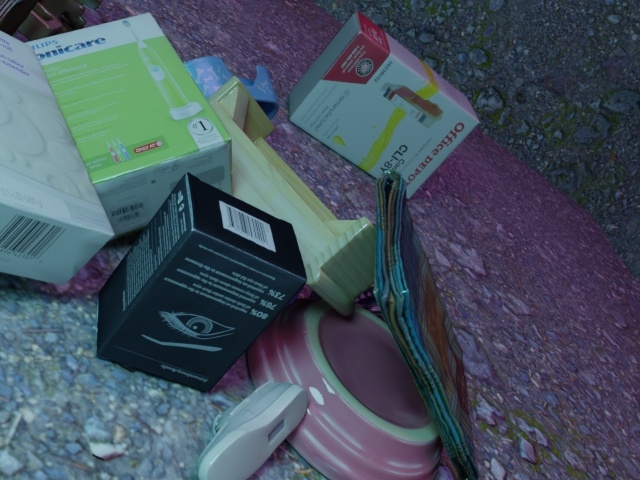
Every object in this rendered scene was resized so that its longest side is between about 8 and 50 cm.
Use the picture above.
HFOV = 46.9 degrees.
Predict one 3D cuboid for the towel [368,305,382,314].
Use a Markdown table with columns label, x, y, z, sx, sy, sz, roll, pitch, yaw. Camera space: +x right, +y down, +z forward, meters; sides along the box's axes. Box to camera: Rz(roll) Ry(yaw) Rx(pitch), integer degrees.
| label | x | y | z | sx | sy | sz | roll | pitch | yaw |
| --- | --- | --- | --- | --- | --- | --- | --- | --- | --- |
| towel | 0.073 | 0.076 | 1.319 | 0.113 | 0.023 | 0.152 | 3 | 40 | -32 |

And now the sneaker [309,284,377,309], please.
| label | x | y | z | sx | sy | sz | roll | pitch | yaw |
| --- | --- | --- | --- | --- | --- | --- | --- | --- | --- |
| sneaker | 0.050 | 0.095 | 1.216 | 0.144 | 0.059 | 0.053 | -9 | 59 | -18 |

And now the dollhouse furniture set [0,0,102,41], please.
| label | x | y | z | sx | sy | sz | roll | pitch | yaw |
| --- | --- | --- | --- | --- | --- | --- | --- | --- | --- |
| dollhouse furniture set | -0.448 | -0.424 | 1.158 | 0.152 | 0.201 | 0.374 | 43 | 22 | -14 |

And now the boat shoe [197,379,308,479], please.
| label | x | y | z | sx | sy | sz | roll | pitch | yaw |
| --- | --- | --- | --- | --- | --- | --- | --- | --- | --- |
| boat shoe | -0.086 | 0.211 | 0.837 | 0.063 | 0.066 | 0.184 | 14 | 32 | 29 |

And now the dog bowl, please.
| label | x | y | z | sx | sy | sz | roll | pitch | yaw |
| --- | --- | --- | --- | --- | --- | --- | --- | --- | --- |
| dog bowl | -0.185 | -0.245 | 1.343 | 0.074 | 0.166 | 0.297 | 59 | 27 | 10 |

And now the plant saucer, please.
| label | x | y | z | sx | sy | sz | roll | pitch | yaw |
| --- | --- | --- | --- | --- | --- | --- | --- | --- | --- |
| plant saucer | 0.054 | 0.200 | 1.038 | 0.332 | 0.084 | 0.332 | 34 | 25 | -18 |

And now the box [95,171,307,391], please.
| label | x | y | z | sx | sy | sz | roll | pitch | yaw |
| --- | --- | --- | --- | --- | --- | --- | --- | --- | --- |
| box | -0.140 | 0.054 | 0.840 | 0.153 | 0.207 | 0.108 | 27 | 28 | -32 |

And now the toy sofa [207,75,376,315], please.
| label | x | y | z | sx | sy | sz | roll | pitch | yaw |
| --- | --- | --- | --- | --- | --- | --- | --- | --- | --- |
| toy sofa | -0.072 | -0.051 | 1.070 | 0.362 | 0.177 | 0.150 | 48 | 1 | 30 |

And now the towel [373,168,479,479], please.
| label | x | y | z | sx | sy | sz | roll | pitch | yaw |
| --- | --- | --- | --- | --- | --- | --- | --- | --- | --- |
| towel | 0.149 | 0.116 | 1.009 | 0.271 | 0.040 | 0.370 | -84 | 153 | -52 |

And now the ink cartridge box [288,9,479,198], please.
| label | x | y | z | sx | sy | sz | roll | pitch | yaw |
| --- | --- | --- | --- | --- | --- | --- | --- | --- | --- |
| ink cartridge box | 0.154 | -0.325 | 1.821 | 0.384 | 0.279 | 0.160 | 31 | 27 | -22 |

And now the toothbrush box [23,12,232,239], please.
| label | x | y | z | sx | sy | sz | roll | pitch | yaw |
| --- | --- | --- | --- | --- | --- | --- | --- | --- | --- |
| toothbrush box | -0.268 | -0.158 | 0.993 | 0.206 | 0.122 | 0.283 | -22 | 60 | -21 |

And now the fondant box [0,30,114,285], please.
| label | x | y | z | sx | sy | sz | roll | pitch | yaw |
| --- | --- | --- | --- | --- | --- | --- | --- | --- | --- |
| fondant box | -0.384 | -0.124 | 0.779 | 0.238 | 0.096 | 0.330 | 23 | 29 | -56 |
